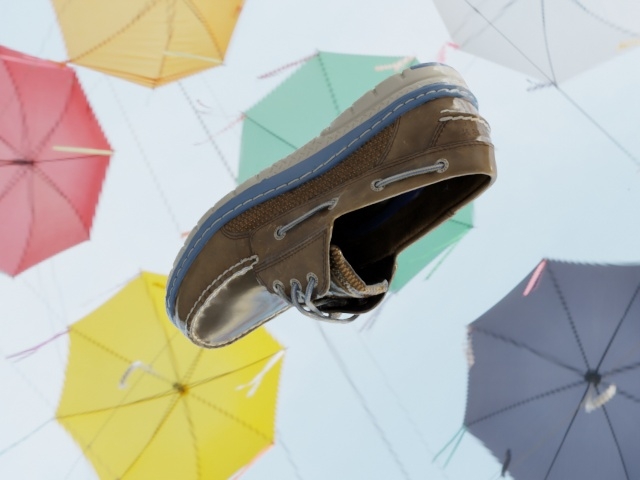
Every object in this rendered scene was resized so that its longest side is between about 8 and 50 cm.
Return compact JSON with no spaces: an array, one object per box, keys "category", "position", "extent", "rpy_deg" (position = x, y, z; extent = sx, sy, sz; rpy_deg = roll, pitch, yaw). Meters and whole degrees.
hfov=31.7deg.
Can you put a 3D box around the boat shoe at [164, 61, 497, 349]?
[{"category":"boat shoe","position":[0.000,0.000,0.506],"extent":[0.183,0.066,0.066],"rpy_deg":[-42,-129,24]}]
